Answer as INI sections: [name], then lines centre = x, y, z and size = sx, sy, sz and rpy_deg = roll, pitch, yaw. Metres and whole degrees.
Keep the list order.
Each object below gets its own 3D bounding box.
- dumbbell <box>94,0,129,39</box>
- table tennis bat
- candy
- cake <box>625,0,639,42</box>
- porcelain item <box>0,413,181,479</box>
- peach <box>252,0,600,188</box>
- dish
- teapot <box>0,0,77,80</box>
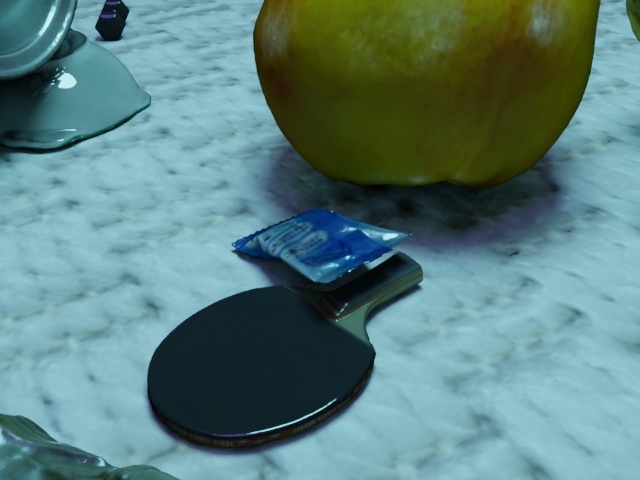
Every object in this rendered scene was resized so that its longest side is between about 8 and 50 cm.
[dumbbell]
centre = -0.286, -0.305, 1.059
size = 0.040, 0.036, 0.083
rpy_deg = -4, 34, -5
[table tennis bat]
centre = -0.013, 0.063, 0.517
size = 0.220, 0.019, 0.130
rpy_deg = -28, 43, -32
[candy]
centre = 0.000, 0.000, 0.580
size = 0.088, 0.038, 0.136
rpy_deg = -21, 21, -29
[cake]
centre = 0.402, -0.145, 0.637
size = 0.286, 0.222, 0.227
rpy_deg = 8, 33, 14
[porcelain item]
centre = -0.165, 0.125, 0.396
size = 0.216, 0.069, 0.081
rpy_deg = 13, 41, 29
[peach]
centre = 0.091, -0.203, 0.659
size = 0.289, 0.307, 0.289
rpy_deg = 2, 17, -1
[dish]
centre = -0.313, -0.177, 0.832
size = 0.246, 0.078, 0.224
rpy_deg = -4, 35, -4
[teapot]
centre = -0.420, -0.226, 0.719
size = 0.312, 0.314, 0.233
rpy_deg = 5, 9, 22
